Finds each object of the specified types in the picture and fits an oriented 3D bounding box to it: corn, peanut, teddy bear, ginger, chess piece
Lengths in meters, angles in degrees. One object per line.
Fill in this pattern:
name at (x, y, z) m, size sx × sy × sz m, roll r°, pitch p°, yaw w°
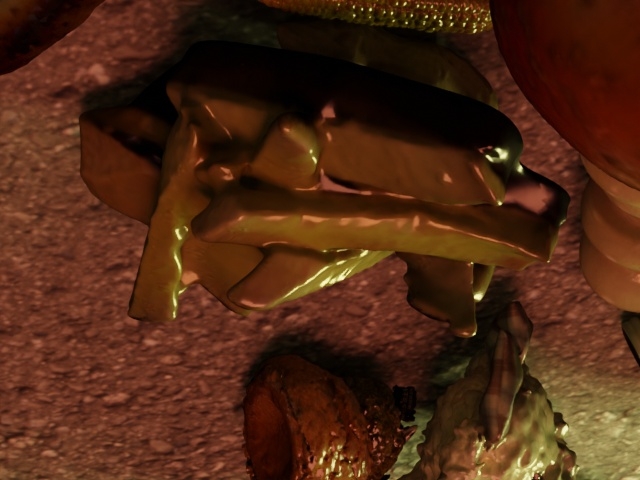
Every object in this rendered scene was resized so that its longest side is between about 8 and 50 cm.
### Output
corn at (0.053, -0.215, 1.442) m, size 0.238 × 0.080 × 0.080 m, roll 2°, pitch 138°, yaw -16°
peanut at (0.056, -0.142, 1.510) m, size 0.228 × 0.104 × 0.085 m, roll 21°, pitch 108°, yaw -27°
teddy bear at (0.230, 0.296, 1.894) m, size 0.375 × 0.327 × 0.362 m, roll 40°, pitch 127°, yaw -7°
ginger at (0.000, 0.000, 1.493) m, size 0.413 × 0.211 × 0.358 m, roll 9°, pitch 163°, yaw 40°
chess piece at (0.313, -0.039, 1.656) m, size 0.167 × 0.167 × 0.300 m, roll -7°, pitch 144°, yaw -4°
chess piece at (0.386, 0.098, 1.897) m, size 0.103 × 0.067 × 0.067 m, roll -26°, pitch 138°, yaw 3°

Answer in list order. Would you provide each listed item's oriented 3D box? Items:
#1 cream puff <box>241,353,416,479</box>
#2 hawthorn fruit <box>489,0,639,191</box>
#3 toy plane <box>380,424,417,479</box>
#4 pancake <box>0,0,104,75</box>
cream puff at (0.020, 0.204, 1.866) m, size 0.169 × 0.183 × 0.183 m, roll -6°, pitch 141°, yaw -26°
hawthorn fruit at (0.342, -0.184, 1.303) m, size 0.403 × 0.403 × 0.403 m, roll -6°, pitch 139°, yaw -6°
toy plane at (0.028, 0.272, 2.013) m, size 0.160 × 0.082 × 0.234 m, roll 32°, pitch 109°, yaw -27°
pancake at (-0.277, -0.264, 1.321) m, size 0.305 × 0.067 × 0.427 m, roll 27°, pitch 128°, yaw -34°
